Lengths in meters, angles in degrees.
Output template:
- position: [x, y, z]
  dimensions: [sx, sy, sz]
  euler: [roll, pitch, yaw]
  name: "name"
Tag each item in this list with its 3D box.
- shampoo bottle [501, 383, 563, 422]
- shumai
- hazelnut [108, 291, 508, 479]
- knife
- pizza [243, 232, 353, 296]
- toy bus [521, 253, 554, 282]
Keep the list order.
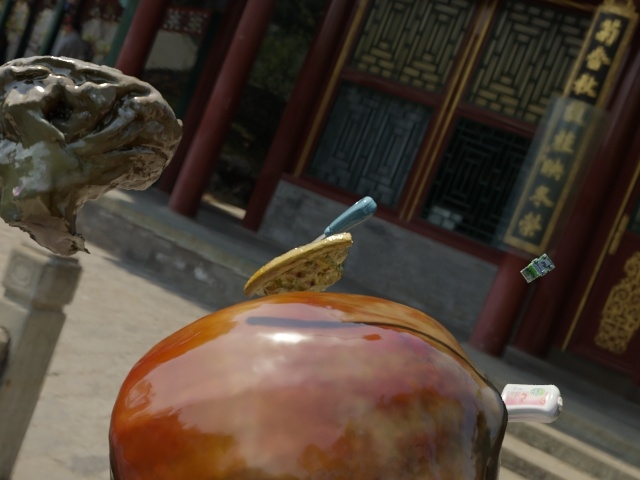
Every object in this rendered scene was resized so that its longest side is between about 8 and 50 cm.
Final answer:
- position: [0.349, 0.268, 1.412]
  dimensions: [0.099, 0.043, 0.072]
  euler: [-5, 30, 31]
  name: "shampoo bottle"
- position: [-0.252, -0.081, 0.883]
  dimensions: [0.205, 0.176, 0.166]
  euler: [11, -33, -12]
  name: "shumai"
- position: [-0.019, 0.206, 0.781]
  dimensions: [0.365, 0.366, 0.366]
  euler: [21, 4, -2]
  name: "hazelnut"
- position: [0.001, -0.001, 1.518]
  dimensions: [0.032, 0.244, 0.058]
  euler: [49, 25, -11]
  name: "knife"
- position: [-0.019, 0.043, 1.101]
  dimensions: [0.099, 0.160, 0.036]
  euler: [45, 26, -50]
  name: "pizza"
- position: [0.384, 0.049, 1.520]
  dimensions: [0.083, 0.037, 0.031]
  euler: [-18, 71, -55]
  name: "toy bus"
